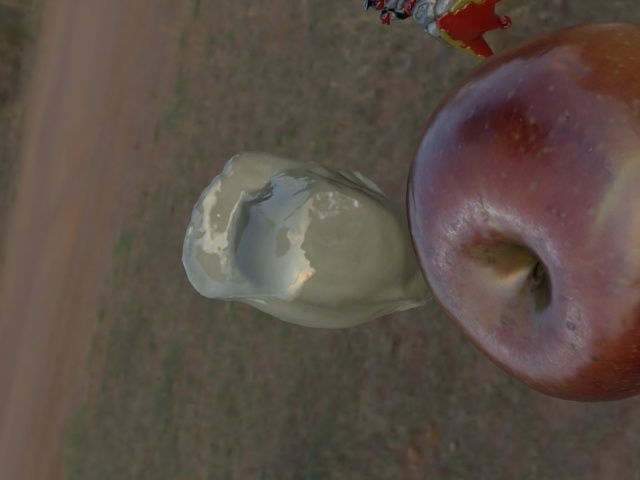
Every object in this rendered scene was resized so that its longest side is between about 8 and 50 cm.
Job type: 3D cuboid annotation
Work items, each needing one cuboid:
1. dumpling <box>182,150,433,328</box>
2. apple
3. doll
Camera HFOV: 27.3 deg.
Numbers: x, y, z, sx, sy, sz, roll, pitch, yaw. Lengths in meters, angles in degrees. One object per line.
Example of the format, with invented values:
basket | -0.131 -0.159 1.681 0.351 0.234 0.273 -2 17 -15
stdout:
dumpling | 0.000 0.000 1.203 0.132 0.250 0.162 141 133 -67
apple | 0.149 -0.020 0.707 0.201 0.162 0.201 32 141 30
doll | 0.134 -0.260 1.469 0.057 0.169 0.109 -88 15 -48
